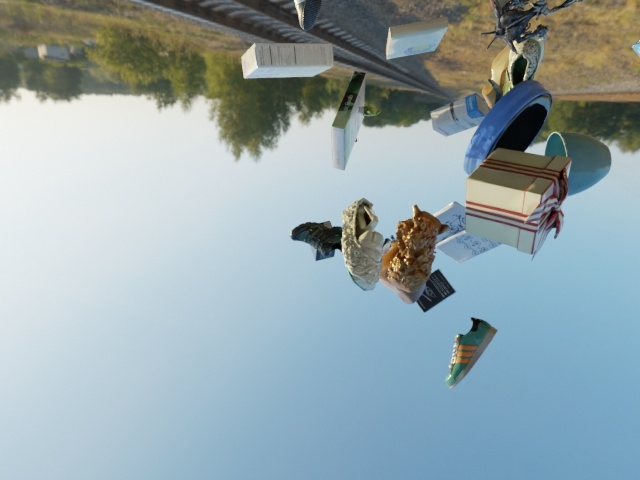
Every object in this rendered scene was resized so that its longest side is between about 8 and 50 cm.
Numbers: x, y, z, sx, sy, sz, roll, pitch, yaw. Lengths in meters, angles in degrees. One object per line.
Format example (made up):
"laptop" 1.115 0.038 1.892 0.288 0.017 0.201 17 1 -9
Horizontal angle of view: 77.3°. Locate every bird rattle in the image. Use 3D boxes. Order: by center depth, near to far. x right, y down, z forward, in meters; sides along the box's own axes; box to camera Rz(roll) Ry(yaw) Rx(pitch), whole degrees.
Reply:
"bird rattle" 0.141 -0.559 1.878 0.143 0.253 0.207 46 -152 6

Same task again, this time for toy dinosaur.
"toy dinosaur" 0.655 -0.480 1.429 0.118 0.268 0.064 -21 -126 7

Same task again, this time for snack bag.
"snack bag" 0.641 -0.030 1.884 0.343 0.323 0.037 32 -124 -15

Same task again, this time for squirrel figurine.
"squirrel figurine" 0.394 0.035 1.660 0.281 0.370 0.397 35 170 3

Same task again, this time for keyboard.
"keyboard" 0.382 0.019 2.239 0.023 0.108 0.180 30 -177 22

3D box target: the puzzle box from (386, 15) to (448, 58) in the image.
"puzzle box" 0.480 -1.032 2.060 0.273 0.052 0.409 -7 -170 8

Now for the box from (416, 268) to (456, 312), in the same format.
"box" 0.603 0.272 2.162 0.153 0.207 0.108 58 -165 18

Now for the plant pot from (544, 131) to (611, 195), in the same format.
"plant pot" 1.121 -0.335 1.735 0.196 0.289 0.290 -4 -161 13

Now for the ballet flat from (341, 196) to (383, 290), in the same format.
"ballet flat" 0.146 -0.016 1.361 0.147 0.146 0.408 2 -141 -6

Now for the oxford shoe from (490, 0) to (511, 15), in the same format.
"oxford shoe" 0.560 -0.868 1.214 0.130 0.347 0.123 -5 -164 33

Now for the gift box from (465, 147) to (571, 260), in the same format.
"gift box" 0.616 -0.110 1.253 0.258 0.255 0.276 22 -124 38

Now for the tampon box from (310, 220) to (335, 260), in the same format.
"tampon box" 0.010 0.004 1.929 0.102 0.161 0.120 -13 -119 -12

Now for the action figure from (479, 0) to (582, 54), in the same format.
"action figure" 0.604 -0.644 1.134 0.276 0.164 0.141 -21 -170 36

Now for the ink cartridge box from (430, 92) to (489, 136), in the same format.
"ink cartridge box" 0.599 -0.534 1.721 0.203 0.085 0.148 -12 168 40

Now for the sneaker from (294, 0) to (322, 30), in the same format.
"sneaker" -0.081 -1.098 1.732 0.146 0.330 0.122 29 -132 27

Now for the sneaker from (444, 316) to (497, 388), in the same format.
"sneaker" 0.577 0.447 1.615 0.121 0.302 0.108 35 -179 24

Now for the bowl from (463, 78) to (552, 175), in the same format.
"bowl" 0.694 -0.389 1.478 0.391 0.390 0.077 -15 -131 -40

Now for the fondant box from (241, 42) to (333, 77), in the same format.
"fondant box" -0.143 -0.757 1.692 0.331 0.096 0.238 -10 -166 -22

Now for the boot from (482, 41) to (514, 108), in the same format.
"boot" 0.902 -0.774 1.937 0.211 0.295 0.104 20 -167 -44

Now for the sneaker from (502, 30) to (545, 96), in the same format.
"sneaker" 0.860 -0.673 1.753 0.158 0.410 0.182 15 -130 32

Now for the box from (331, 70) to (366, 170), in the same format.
"box" 0.114 -0.475 1.597 0.059 0.232 0.321 13 -119 11

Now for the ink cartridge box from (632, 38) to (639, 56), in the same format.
"ink cartridge box" 1.262 -0.683 1.318 0.129 0.223 0.307 -29 172 -12

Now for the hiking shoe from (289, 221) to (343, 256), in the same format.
"hiking shoe" 0.000 0.000 1.480 0.227 0.086 0.114 3 -128 -8
